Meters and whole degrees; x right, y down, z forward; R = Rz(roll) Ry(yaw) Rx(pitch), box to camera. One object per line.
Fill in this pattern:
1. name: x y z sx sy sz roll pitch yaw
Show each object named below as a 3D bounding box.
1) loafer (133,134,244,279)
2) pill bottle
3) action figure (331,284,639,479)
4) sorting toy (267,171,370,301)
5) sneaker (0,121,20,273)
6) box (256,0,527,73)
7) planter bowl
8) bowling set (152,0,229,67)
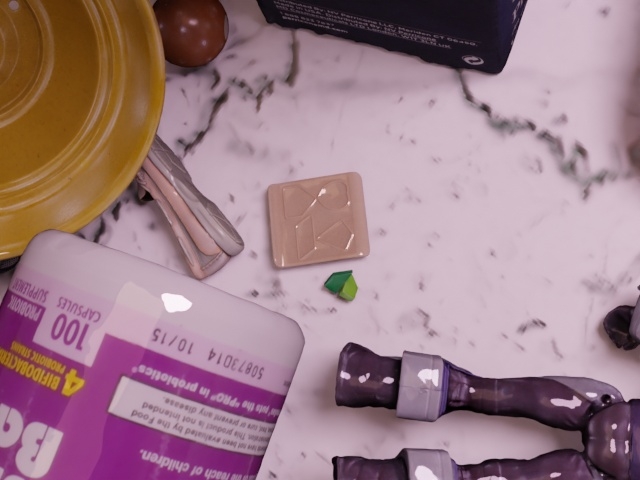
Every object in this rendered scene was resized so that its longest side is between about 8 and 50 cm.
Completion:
1. loafer: -0.102 -0.030 0.631 0.039 0.045 0.125 -42 77 8
2. pill bottle: -0.135 0.159 0.535 0.169 0.169 0.301 18 83 15
3. action figure: 0.150 0.108 0.527 0.285 0.099 0.185 3 73 9
4. sorting toy: 0.000 0.000 0.618 0.062 0.012 0.083 -7 74 6
5. sneaker: -0.293 0.023 0.630 0.153 0.101 0.268 16 85 11
6. box: 0.057 -0.287 0.517 0.183 0.294 0.296 16 84 14
7. planter bowl: -0.206 -0.102 0.557 0.217 0.217 0.090 -44 34 1
8. bowling set: -0.140 -0.216 0.633 0.287 0.200 0.154 -6 60 45
